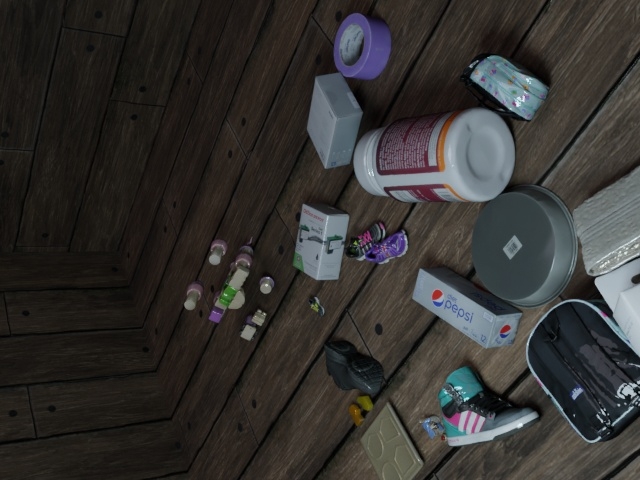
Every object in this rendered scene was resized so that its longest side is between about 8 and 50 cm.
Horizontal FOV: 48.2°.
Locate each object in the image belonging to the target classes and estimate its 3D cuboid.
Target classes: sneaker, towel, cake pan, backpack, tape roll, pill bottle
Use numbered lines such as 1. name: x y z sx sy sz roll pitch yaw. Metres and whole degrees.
1. sneaker: 0.390 0.390 1.739 0.295 0.123 0.179 -34 72 52
2. sneaker: 0.102 0.410 2.192 0.286 0.109 0.130 -146 56 -61
3. towel: 0.614 -0.067 1.362 0.282 0.049 0.187 -39 27 34
4. sneaker: 0.130 0.005 2.158 0.170 0.074 0.063 -48 52 44
5. cake pan: 0.465 0.014 1.682 0.293 0.054 0.294 0 90 56
6. backpack: 0.550 0.242 1.430 0.253 0.191 0.225 52 125 32
7. sneaker: -0.016 0.226 2.410 0.083 0.035 0.031 57 135 39
8. backpack: 0.435 -0.356 1.658 0.182 0.151 0.115 50 126 36
9. sneaker: 0.191 0.025 2.073 0.170 0.071 0.068 -41 57 47
10. tape roll: 0.125 -0.585 2.167 0.189 0.080 0.189 -1 89 57
11. pill bottle: 0.274 -0.208 1.816 0.392 0.224 0.224 5 94 55

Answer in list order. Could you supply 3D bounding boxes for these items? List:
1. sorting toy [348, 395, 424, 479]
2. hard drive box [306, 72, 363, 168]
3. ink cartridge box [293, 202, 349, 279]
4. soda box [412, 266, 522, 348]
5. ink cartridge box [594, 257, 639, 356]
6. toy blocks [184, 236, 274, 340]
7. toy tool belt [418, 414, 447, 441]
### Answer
1. sorting toy: 0.189 0.580 2.107 0.307 0.041 0.229 60 140 37
2. hard drive box: 0.039 -0.369 2.218 0.232 0.089 0.181 104 148 -55
3. ink cartridge box: 0.000 0.000 2.336 0.160 0.092 0.220 27 112 53
4. soda box: 0.362 0.162 1.794 0.286 0.098 0.091 35 119 51
5. ink cartridge box: 0.658 0.152 1.238 0.354 0.207 0.119 65 -178 29
6. toy blocks: -0.326 0.161 2.757 0.289 0.308 0.260 -58 11 22
7. toy tool belt: 0.302 0.509 1.921 0.083 0.051 0.052 51 130 43
